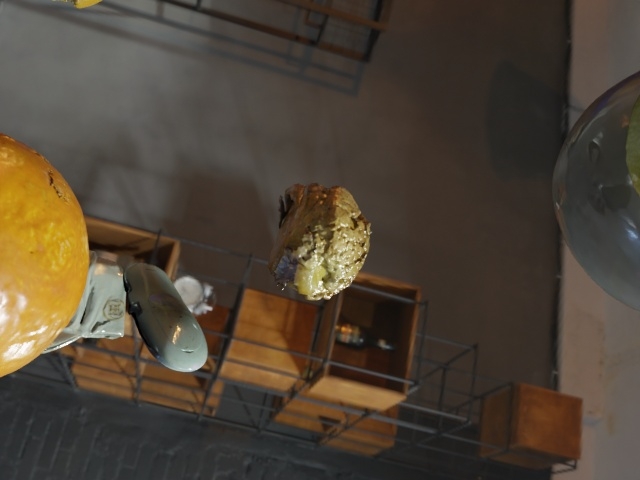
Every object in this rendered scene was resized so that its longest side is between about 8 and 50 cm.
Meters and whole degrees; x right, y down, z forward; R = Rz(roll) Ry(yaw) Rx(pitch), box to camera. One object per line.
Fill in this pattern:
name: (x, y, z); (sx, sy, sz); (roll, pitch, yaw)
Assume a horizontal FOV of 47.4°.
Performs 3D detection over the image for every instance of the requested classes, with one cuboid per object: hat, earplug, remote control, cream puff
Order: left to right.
hat: (-0.474, 0.099, 1.130); (0.258, 0.301, 0.167); (-15, -95, 36)
remote control: (-0.230, 0.103, 1.063); (0.256, 0.097, 0.045); (46, -64, 48)
cream puff: (0.000, 0.000, 0.759); (0.133, 0.104, 0.119); (150, -41, -70)
earplug: (0.472, -0.086, 0.827); (0.312, 0.394, 0.312); (60, -6, 10)

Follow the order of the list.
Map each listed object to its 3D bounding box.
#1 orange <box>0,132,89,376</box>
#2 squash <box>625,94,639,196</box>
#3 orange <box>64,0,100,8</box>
orange: (-0.334, 0.012, 0.650); (0.246, 0.246, 0.246); (-165, -90, -83)
squash: (0.372, -0.066, 0.613); (0.133, 0.220, 0.220); (-170, -85, -86)
orange: (-0.332, -0.376, 0.941); (0.134, 0.157, 0.156); (-104, -152, -50)
